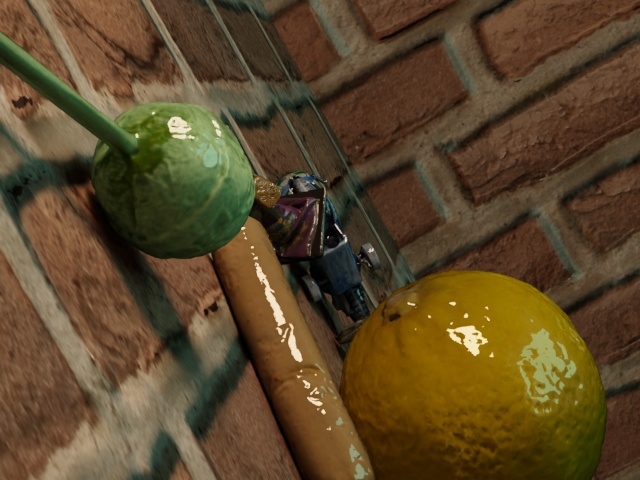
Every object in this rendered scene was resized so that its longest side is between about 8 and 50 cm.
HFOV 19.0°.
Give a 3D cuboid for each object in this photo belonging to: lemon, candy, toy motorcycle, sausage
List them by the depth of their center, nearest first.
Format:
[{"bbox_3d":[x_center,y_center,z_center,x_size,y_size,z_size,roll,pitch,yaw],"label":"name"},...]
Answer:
[{"bbox_3d":[-0.184,-0.104,1.308,0.440,0.119,0.119,38,22,-53],"label":"candy"},{"bbox_3d":[-0.027,0.108,1.687,0.301,0.066,0.066,63,6,34],"label":"sausage"},{"bbox_3d":[0.154,0.168,1.921,0.293,0.293,0.293,60,6,-11],"label":"lemon"},{"bbox_3d":[0.000,0.000,2.268,0.135,0.092,0.254,54,-9,44],"label":"toy motorcycle"}]

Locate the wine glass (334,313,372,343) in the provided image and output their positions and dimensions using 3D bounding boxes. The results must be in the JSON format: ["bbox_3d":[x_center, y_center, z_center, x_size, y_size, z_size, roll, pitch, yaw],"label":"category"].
[{"bbox_3d":[0.123,0.190,2.235,0.241,0.126,0.126,62,6,6],"label":"wine glass"}]

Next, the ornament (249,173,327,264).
[{"bbox_3d":[-0.077,-0.036,1.920,0.203,0.088,0.081,29,55,-56],"label":"ornament"}]
